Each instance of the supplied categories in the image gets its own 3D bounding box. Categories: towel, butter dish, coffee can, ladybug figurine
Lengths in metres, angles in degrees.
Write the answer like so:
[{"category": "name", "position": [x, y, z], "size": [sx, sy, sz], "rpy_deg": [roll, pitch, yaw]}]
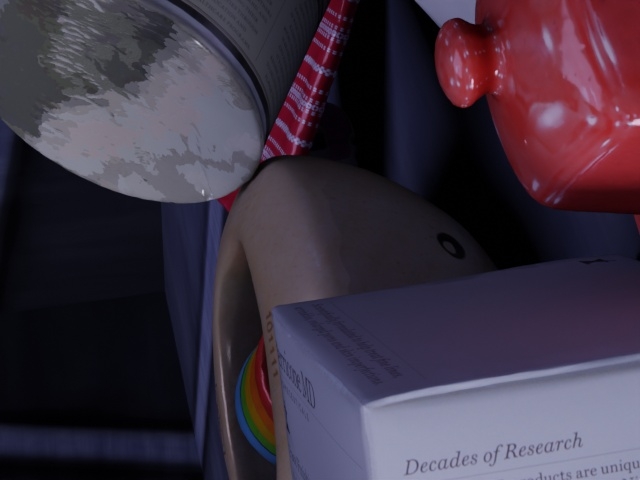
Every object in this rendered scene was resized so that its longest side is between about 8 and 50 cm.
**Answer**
[{"category": "towel", "position": [-0.035, -0.148, 1.146], "size": [0.199, 0.031, 0.274], "rpy_deg": [49, 124, 60]}, {"category": "butter dish", "position": [0.103, -0.076, 0.545], "size": [0.160, 0.118, 0.159], "rpy_deg": [117, 145, -71]}, {"category": "coffee can", "position": [-0.085, -0.192, 0.919], "size": [0.201, 0.202, 0.275], "rpy_deg": [100, -170, -57]}, {"category": "ladybug figurine", "position": [0.023, 0.098, 0.950], "size": [0.449, 0.162, 0.305], "rpy_deg": [129, 133, -74]}]

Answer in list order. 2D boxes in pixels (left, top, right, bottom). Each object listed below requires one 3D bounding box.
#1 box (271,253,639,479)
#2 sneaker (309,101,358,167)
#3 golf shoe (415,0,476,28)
[{"category": "box", "position": [0.087, 0.085, 0.570], "size": [0.181, 0.182, 0.119], "rpy_deg": [-147, 49, -76]}, {"category": "sneaker", "position": [0.000, 0.000, 1.211], "size": [0.104, 0.095, 0.236], "rpy_deg": [98, 167, -69]}, {"category": "golf shoe", "position": [0.038, -0.185, 0.756], "size": [0.306, 0.140, 0.115], "rpy_deg": [-112, 20, -48]}]
